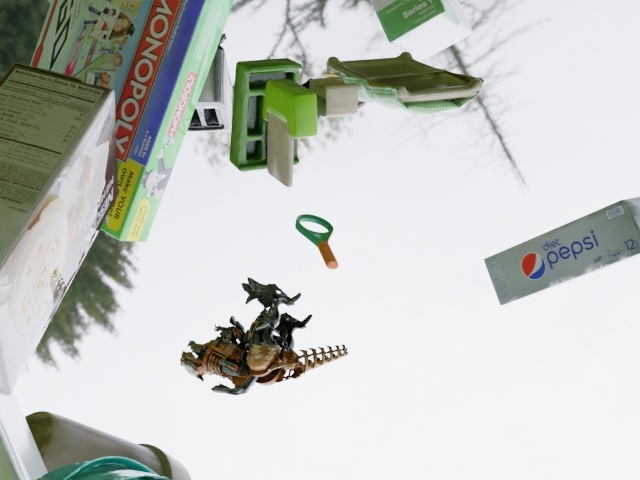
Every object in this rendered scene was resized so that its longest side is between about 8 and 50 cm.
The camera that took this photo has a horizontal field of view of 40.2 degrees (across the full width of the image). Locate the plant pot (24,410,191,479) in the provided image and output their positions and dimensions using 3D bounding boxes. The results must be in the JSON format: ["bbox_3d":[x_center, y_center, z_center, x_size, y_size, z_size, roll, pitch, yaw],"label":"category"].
[{"bbox_3d":[-0.431,0.447,1.512,0.323,0.280,0.323,-29,-148,21],"label":"plant pot"}]

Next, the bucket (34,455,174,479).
[{"bbox_3d":[-0.244,0.386,0.999,0.281,0.281,0.183,-46,-159,-23],"label":"bucket"}]

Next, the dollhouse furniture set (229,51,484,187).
[{"bbox_3d":[0.049,-0.166,1.232,0.302,0.151,0.197,-10,-152,-28],"label":"dollhouse furniture set"}]

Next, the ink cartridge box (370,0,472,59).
[{"bbox_3d":[0.152,-0.493,1.611,0.117,0.278,0.201,-26,171,23],"label":"ink cartridge box"}]

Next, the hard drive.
[{"bbox_3d":[-0.422,0.255,1.157,0.047,0.352,0.233,-23,-176,-14],"label":"hard drive"}]

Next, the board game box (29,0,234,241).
[{"bbox_3d":[-0.219,-0.185,0.938,0.214,0.046,0.317,27,-79,30],"label":"board game box"}]

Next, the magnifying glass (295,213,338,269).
[{"bbox_3d":[0.000,0.000,2.011,0.231,0.092,0.026,-118,-140,-59],"label":"magnifying glass"}]

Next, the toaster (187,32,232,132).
[{"bbox_3d":[-0.228,-0.246,1.423,0.168,0.110,0.185,-3,166,-2],"label":"toaster"}]

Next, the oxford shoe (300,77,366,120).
[{"bbox_3d":[0.009,-0.263,1.606,0.076,0.076,0.212,4,-163,45],"label":"oxford shoe"}]

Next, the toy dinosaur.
[{"bbox_3d":[-0.109,0.215,1.719,0.322,0.164,0.218,13,-128,3],"label":"toy dinosaur"}]

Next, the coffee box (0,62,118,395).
[{"bbox_3d":[-0.261,-0.016,0.740,0.098,0.141,0.246,14,-135,1],"label":"coffee box"}]

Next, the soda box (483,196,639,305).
[{"bbox_3d":[0.419,0.019,1.457,0.098,0.091,0.286,-10,167,-44],"label":"soda box"}]
